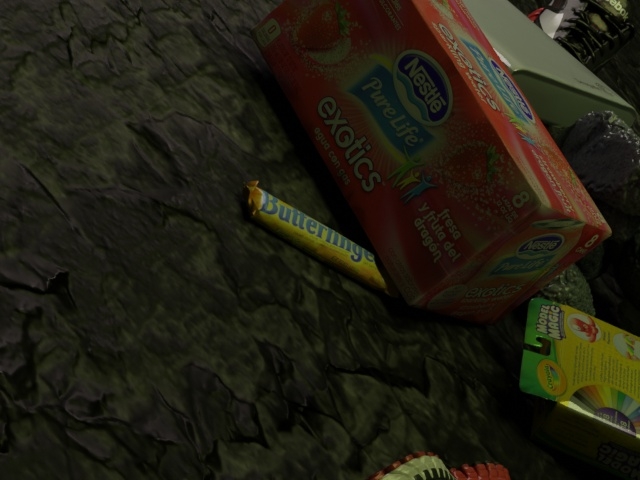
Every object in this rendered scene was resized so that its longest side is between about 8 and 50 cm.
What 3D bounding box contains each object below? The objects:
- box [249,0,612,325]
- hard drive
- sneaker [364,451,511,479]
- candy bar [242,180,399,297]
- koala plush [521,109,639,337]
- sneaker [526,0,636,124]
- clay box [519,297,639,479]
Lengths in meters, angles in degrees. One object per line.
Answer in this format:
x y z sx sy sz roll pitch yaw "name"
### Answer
0.092 -0.092 1.548 0.154 0.142 0.300 18 38 -57 "box"
0.133 -0.231 1.824 0.233 0.047 0.353 11 30 -51 "hard drive"
0.077 0.197 1.209 0.225 0.088 0.092 9 47 -52 "sneaker"
0.000 0.000 1.440 0.161 0.018 0.040 31 31 -32 "candy bar"
0.301 0.003 1.707 0.221 0.196 0.203 31 19 -23 "koala plush"
0.275 -0.218 2.022 0.097 0.135 0.276 46 27 -7 "sneaker"
0.261 0.139 1.537 0.222 0.053 0.127 23 38 -6 "clay box"
